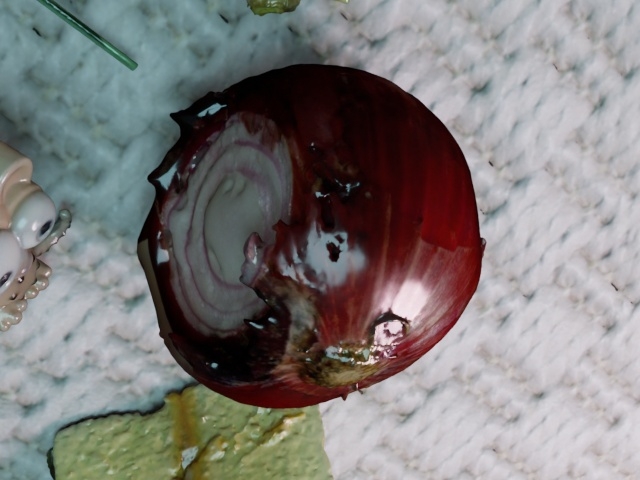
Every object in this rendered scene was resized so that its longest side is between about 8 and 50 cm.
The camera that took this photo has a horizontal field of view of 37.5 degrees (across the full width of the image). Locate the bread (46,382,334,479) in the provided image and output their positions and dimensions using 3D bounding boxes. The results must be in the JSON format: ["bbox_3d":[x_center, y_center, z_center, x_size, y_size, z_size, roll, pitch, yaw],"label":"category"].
[{"bbox_3d":[-0.165,0.370,1.200,0.346,0.242,0.405,-11,149,-12],"label":"bread"}]

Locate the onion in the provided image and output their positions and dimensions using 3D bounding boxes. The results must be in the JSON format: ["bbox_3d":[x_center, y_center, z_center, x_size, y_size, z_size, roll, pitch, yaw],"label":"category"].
[{"bbox_3d":[0.004,0.003,0.912,0.342,0.341,0.341,-5,115,-11],"label":"onion"}]

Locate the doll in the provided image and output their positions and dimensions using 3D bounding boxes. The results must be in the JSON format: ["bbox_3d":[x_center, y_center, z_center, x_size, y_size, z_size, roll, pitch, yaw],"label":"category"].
[{"bbox_3d":[-0.307,0.005,0.879,0.119,0.278,0.154,32,78,6],"label":"doll"}]

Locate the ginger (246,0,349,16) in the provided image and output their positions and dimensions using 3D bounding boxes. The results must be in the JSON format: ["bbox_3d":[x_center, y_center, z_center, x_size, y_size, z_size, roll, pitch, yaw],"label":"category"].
[{"bbox_3d":[-0.052,-0.296,0.880,0.216,0.102,0.157,41,73,-20],"label":"ginger"}]

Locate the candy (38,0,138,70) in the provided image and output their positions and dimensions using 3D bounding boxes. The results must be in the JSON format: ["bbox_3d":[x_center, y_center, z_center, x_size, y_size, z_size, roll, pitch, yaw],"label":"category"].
[{"bbox_3d":[-0.285,-0.246,0.868,0.288,0.078,0.084,34,132,-28],"label":"candy"}]
